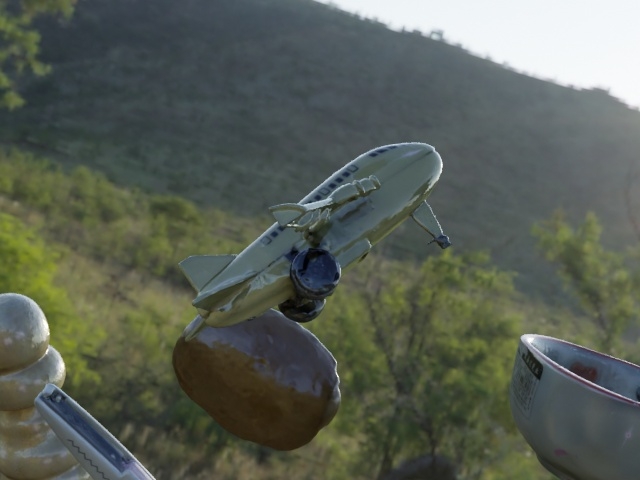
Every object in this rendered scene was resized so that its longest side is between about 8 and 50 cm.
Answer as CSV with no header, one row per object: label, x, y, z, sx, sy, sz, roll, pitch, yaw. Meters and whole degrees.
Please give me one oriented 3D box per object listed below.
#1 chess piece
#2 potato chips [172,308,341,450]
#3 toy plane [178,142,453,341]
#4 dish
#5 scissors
chess piece,-0.372,0.189,1.449,0.142,0.261,0.143,-11,24,5
potato chips,-0.073,0.156,1.338,0.201,0.150,0.049,37,3,2
toy plane,0.000,0.000,0.945,0.256,0.104,0.242,-25,-15,-16
dish,0.307,0.199,1.211,0.256,0.117,0.256,18,8,-3
scissors,-0.107,0.152,0.689,0.176,0.085,0.022,51,24,-16
